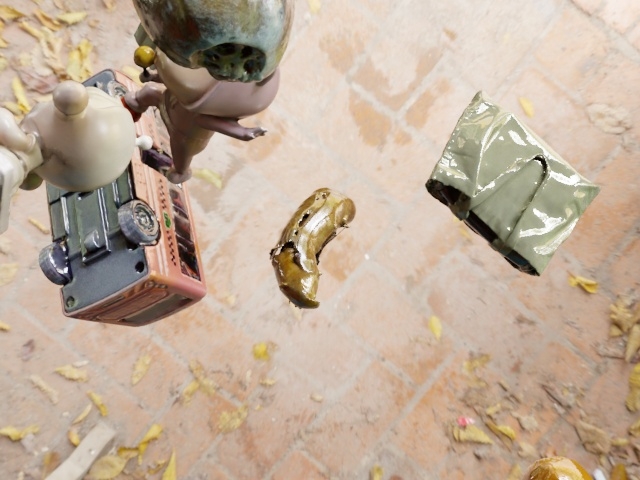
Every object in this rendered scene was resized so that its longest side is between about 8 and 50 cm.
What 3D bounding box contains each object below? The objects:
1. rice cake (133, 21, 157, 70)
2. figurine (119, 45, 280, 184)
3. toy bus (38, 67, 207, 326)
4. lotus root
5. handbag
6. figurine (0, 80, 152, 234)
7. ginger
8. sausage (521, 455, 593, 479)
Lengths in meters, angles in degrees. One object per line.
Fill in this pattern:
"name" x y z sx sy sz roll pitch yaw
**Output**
"rice cake" -0.345 -0.472 1.512 0.043 0.237 0.127 -26 88 -36
"figurine" -0.183 -0.213 1.001 0.287 0.186 0.176 -32 61 35
"toy bus" -0.348 -0.073 1.217 0.203 0.233 0.427 -24 64 19
"lotus root" -0.114 -0.302 0.656 0.140 0.158 0.322 -29 70 35
"handbag" 0.367 -0.112 1.330 0.316 0.109 0.253 40 72 -4
"figurine" -0.309 -0.106 0.794 0.144 0.257 0.182 34 135 21
"ginger" -0.012 -0.005 1.342 0.133 0.107 0.309 35 52 -13
"sausage" 0.311 0.380 0.773 0.105 0.105 0.274 -24 60 3
